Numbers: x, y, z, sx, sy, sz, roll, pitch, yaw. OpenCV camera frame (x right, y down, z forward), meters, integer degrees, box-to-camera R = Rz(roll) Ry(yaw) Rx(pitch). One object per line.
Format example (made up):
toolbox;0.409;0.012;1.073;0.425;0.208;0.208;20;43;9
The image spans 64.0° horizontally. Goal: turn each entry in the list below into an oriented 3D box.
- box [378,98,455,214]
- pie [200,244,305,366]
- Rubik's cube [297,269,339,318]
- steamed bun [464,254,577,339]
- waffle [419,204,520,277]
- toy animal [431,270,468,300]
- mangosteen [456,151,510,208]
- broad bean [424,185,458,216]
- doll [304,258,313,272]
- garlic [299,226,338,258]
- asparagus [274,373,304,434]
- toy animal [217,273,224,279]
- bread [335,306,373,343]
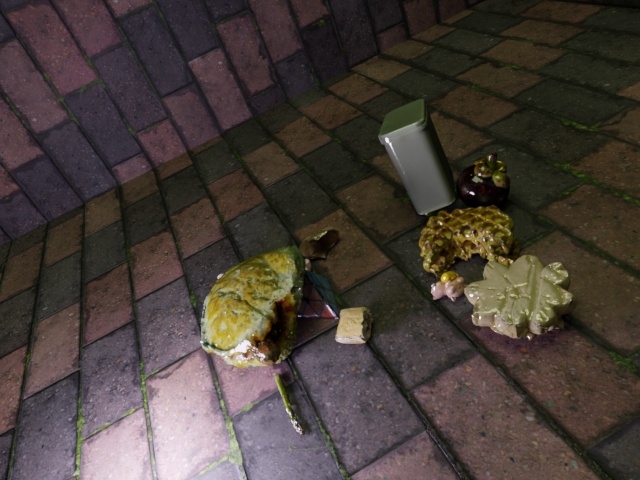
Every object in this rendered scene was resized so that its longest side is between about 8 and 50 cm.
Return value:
box;0.384;-0.327;1.972;0.177;0.344;0.352;-21;21;21
pie;-0.218;0.213;1.728;0.394;0.180;0.419;-4;60;36
Rubik's cube;-0.010;0.155;1.824;0.211;0.191;0.178;2;25;25
steamed bun;0.564;0.174;1.463;0.295;0.137;0.292;-36;37;-6
waffle;0.495;0.003;1.716;0.323;0.151;0.261;-3;43;25
toy animal;0.412;0.150;1.625;0.114;0.091;0.082;-27;49;-7
mangosteen;0.603;-0.220;1.877;0.192;0.217;0.192;1;41;-1
broad bean;0.502;-0.170;2.013;0.256;0.052;0.052;-38;34;-19
doll;-0.091;0.130;1.906;0.149;0.095;0.192;-41;12;-19
garlic;0.000;0.007;2.050;0.174;0.099;0.124;-30;16;-15
asparagus;-0.096;0.487;1.529;0.024;0.025;0.248;11;23;-28
toy animal;-0.307;0.186;1.971;0.130;0.104;0.220;-35;37;-13
bread;0.111;0.276;1.639;0.105;0.082;0.125;-14;45;31
